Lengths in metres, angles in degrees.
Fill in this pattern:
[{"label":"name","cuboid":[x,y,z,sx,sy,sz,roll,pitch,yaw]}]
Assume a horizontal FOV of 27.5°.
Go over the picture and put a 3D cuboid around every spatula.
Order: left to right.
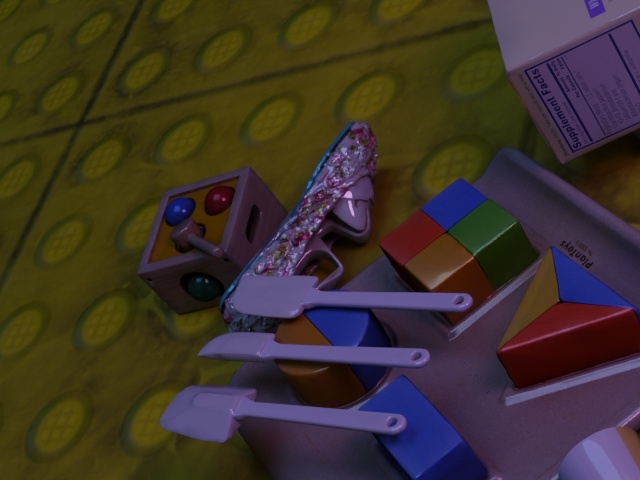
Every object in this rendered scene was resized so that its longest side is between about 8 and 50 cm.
[{"label":"spatula","cuboid":[-0.007,0.094,1.033,0.242,0.019,0.168,1,45,38]}]

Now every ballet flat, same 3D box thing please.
[{"label":"ballet flat","cuboid":[0.000,0.000,1.216,0.077,0.091,0.241,30,76,19]}]

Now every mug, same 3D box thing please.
[{"label":"mug","cuboid":[0.208,0.164,0.878,0.078,0.062,0.064,-40,45,11]}]

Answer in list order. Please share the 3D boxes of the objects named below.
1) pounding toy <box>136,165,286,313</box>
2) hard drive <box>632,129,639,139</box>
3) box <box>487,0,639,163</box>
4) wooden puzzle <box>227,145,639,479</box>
[{"label":"pounding toy","cuboid":[-0.108,0.001,1.271,0.130,0.100,0.141,-14,44,30]},{"label":"hard drive","cuboid":[0.360,-0.136,1.066,0.203,0.040,0.307,-40,37,0]},{"label":"box","cuboid":[0.269,-0.215,1.093,0.243,0.117,0.213,-25,40,17]},{"label":"wooden puzzle","cuboid":[0.096,0.087,1.030,0.348,0.080,0.322,-42,38,-2]}]
